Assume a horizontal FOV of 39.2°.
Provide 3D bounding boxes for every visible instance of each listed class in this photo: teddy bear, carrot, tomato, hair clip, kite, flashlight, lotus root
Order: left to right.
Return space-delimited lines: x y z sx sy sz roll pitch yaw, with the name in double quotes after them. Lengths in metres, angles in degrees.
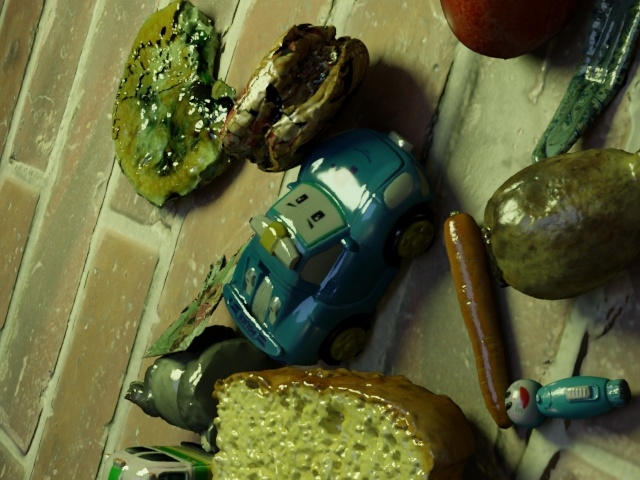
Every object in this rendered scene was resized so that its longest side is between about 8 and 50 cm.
-0.160 0.083 1.249 0.323 0.013 0.268 -47 15 17 "kite"
-0.145 0.199 1.236 0.171 0.144 0.251 -50 19 -21 "teddy bear"
0.173 0.082 0.976 0.043 0.043 0.248 -27 62 40 "carrot"
0.203 -0.273 0.962 0.167 0.167 0.167 -15 70 44 "tomato"
0.241 0.155 0.884 0.129 0.051 0.051 -17 68 38 "flashlight"
0.248 -0.021 0.861 0.214 0.138 0.138 -29 60 38 "lotus root"
0.280 -0.174 0.930 0.066 0.036 0.229 28 95 42 "hair clip"

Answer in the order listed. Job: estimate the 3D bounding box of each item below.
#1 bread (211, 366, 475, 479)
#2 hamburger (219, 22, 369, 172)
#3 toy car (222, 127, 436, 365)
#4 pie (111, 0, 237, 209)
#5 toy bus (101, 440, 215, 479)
0.041 0.239 0.979 0.340 0.179 0.194 -1 81 45 "bread"
-0.028 -0.173 1.145 0.107 0.231 0.231 34 110 5 "hamburger"
0.000 0.000 1.098 0.198 0.166 0.314 47 114 39 "toy car"
-0.245 -0.219 1.480 0.296 0.078 0.371 -46 51 31 "pie"
-0.220 0.434 1.206 0.143 0.179 0.305 5 84 47 "toy bus"
